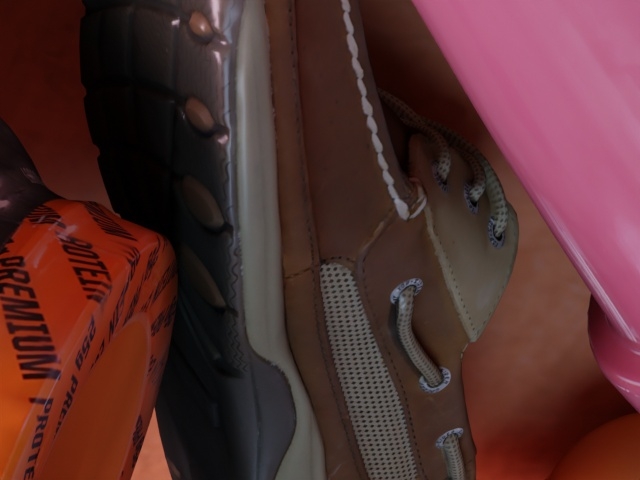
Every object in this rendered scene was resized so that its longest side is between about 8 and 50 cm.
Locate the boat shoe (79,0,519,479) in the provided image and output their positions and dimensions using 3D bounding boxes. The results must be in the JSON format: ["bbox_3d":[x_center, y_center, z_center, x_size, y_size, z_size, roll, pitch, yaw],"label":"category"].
[{"bbox_3d":[0.000,0.000,0.579,0.120,0.122,0.324,-22,138,-18],"label":"boat shoe"}]

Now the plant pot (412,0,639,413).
[{"bbox_3d":[0.123,-0.059,0.455,0.180,0.201,0.201,45,124,-14],"label":"plant pot"}]

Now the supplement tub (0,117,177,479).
[{"bbox_3d":[-0.227,0.019,0.495,0.338,0.207,0.207,19,135,7],"label":"supplement tub"}]

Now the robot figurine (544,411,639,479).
[{"bbox_3d":[0.129,0.156,0.695,0.158,0.128,0.219,29,134,7],"label":"robot figurine"}]
